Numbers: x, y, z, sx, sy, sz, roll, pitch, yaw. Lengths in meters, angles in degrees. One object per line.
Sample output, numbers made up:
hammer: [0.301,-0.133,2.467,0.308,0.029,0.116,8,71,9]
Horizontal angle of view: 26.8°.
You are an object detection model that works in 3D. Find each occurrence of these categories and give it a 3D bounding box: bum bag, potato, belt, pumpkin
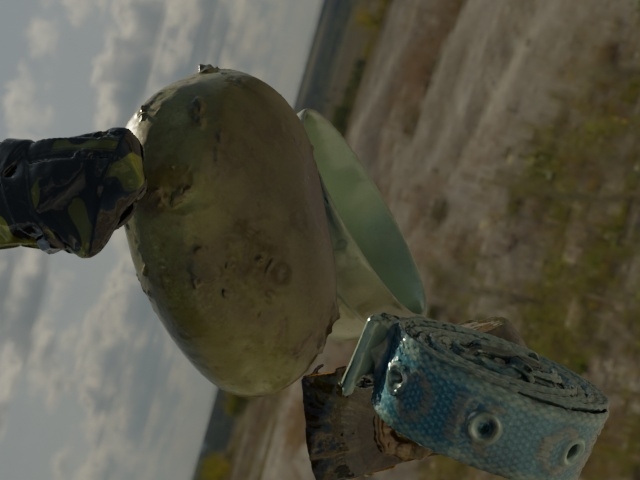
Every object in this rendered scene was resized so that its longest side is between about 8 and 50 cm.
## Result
bum bag: [-0.230,-0.036,1.062,0.060,0.232,0.106,32,-117,-52]
potato: [-0.080,-0.008,1.225,0.210,0.173,0.307,-42,-64,-73]
belt: [0.121,0.110,0.956,0.148,0.163,0.082,33,107,47]
pumpkin: [0.109,0.177,1.536,0.190,0.280,0.139,-179,79,-83]

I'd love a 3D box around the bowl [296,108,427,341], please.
bowl: [0.000,0.000,1.721,0.163,0.307,0.307,-31,18,16]
